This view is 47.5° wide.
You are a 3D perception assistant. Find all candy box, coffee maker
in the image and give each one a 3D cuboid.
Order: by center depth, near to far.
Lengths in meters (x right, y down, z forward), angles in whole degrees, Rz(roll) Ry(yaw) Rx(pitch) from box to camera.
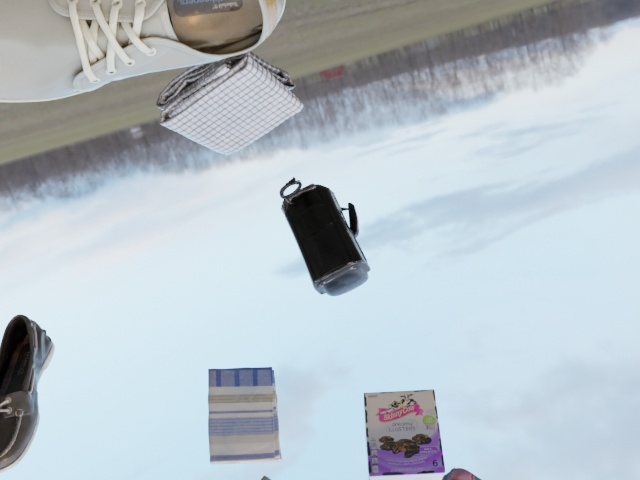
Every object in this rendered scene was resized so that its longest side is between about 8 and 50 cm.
[{"bbox_3d":[0.000,0.000,1.318,0.120,0.178,0.171,-39,150,27],"label":"coffee maker"},{"bbox_3d":[0.182,0.436,1.618,0.165,0.070,0.196,-4,-127,2],"label":"candy box"}]

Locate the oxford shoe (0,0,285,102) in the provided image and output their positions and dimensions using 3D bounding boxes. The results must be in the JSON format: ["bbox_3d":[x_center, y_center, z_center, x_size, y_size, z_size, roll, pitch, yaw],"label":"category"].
[{"bbox_3d":[-0.263,-0.276,0.935,0.450,0.169,0.130,-12,-150,-3],"label":"oxford shoe"}]

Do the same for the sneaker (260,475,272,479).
[{"bbox_3d":[-0.102,0.561,1.370,0.118,0.221,0.083,21,-174,12],"label":"sneaker"}]

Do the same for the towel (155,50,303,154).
[{"bbox_3d":[-0.221,-0.347,1.768,0.284,0.121,0.235,-30,147,26],"label":"towel"}]

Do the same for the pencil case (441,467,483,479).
[{"bbox_3d":[0.207,0.536,1.321,0.124,0.124,0.284,-3,-156,48],"label":"pencil case"}]

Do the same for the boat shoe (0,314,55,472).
[{"bbox_3d":[-0.581,0.274,1.356,0.112,0.095,0.335,-18,-144,5],"label":"boat shoe"}]

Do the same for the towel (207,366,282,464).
[{"bbox_3d":[-0.226,0.512,2.131,0.209,0.284,0.034,1,153,-14],"label":"towel"}]
